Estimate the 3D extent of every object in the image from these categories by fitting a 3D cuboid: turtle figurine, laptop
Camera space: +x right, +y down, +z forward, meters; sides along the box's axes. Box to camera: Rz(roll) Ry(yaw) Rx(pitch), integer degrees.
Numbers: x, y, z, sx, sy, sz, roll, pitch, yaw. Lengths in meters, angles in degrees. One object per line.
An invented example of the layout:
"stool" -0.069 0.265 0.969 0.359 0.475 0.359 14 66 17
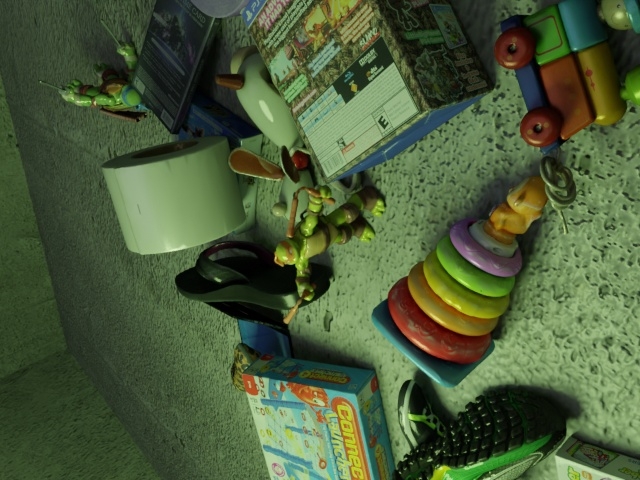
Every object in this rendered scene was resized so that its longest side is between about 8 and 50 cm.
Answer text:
"turtle figurine" -0.566 -0.427 1.383 0.266 0.274 0.198 18 89 49
"laptop" -0.198 0.235 1.349 0.234 0.264 0.137 15 85 45
"turtle figurine" 0.000 0.000 0.907 0.087 0.217 0.270 34 134 35

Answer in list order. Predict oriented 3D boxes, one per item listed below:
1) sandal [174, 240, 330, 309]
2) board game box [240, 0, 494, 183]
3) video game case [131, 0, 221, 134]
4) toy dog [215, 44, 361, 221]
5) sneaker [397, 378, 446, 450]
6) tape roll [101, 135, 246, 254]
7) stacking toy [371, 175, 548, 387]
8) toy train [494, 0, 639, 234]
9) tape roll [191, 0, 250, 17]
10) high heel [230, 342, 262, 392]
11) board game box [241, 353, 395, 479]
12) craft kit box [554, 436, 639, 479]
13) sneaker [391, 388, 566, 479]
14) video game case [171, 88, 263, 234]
"sandal" -0.165 0.058 1.197 0.445 0.167 0.107 0 116 41
"board game box" 0.052 -0.265 0.756 0.232 0.141 0.291 -28 87 53
"video game case" -0.316 -0.396 1.166 0.196 0.026 0.274 48 125 25
"toy dog" -0.091 -0.186 0.959 0.220 0.160 0.334 -18 96 53
"sneaker" 0.213 0.355 0.990 0.097 0.084 0.235 -14 100 27
"tape roll" -0.283 -0.098 1.077 0.246 0.246 0.169 11 118 47
"stacking toy" 0.212 0.035 0.748 0.165 0.175 0.302 42 126 24
"toy train" 0.295 -0.140 0.579 0.143 0.105 0.248 -16 97 40
"tape roll" -0.154 -0.521 0.908 0.274 0.090 0.275 29 131 39
"high heel" -0.196 0.304 1.393 0.261 0.093 0.186 17 134 60
"board game box" -0.002 0.419 1.199 0.301 0.086 0.309 -1 110 36
"craft kit box" 0.456 0.414 0.727 0.246 0.060 0.250 3 112 53
"sneaker" 0.257 0.361 0.871 0.146 0.134 0.344 36 125 -4
"video game case" -0.243 -0.182 1.232 0.269 0.061 0.245 38 136 32
